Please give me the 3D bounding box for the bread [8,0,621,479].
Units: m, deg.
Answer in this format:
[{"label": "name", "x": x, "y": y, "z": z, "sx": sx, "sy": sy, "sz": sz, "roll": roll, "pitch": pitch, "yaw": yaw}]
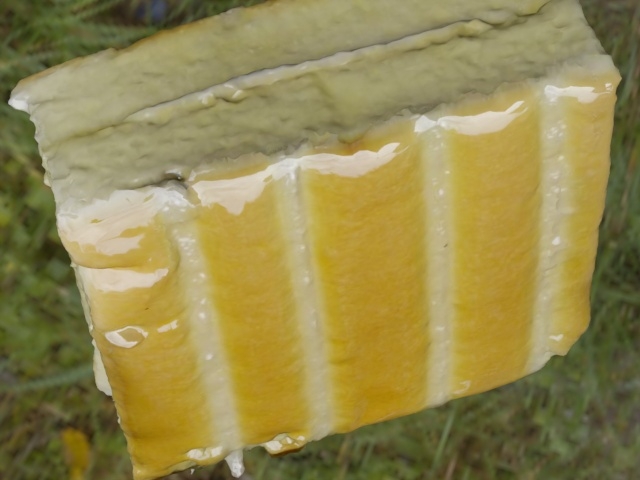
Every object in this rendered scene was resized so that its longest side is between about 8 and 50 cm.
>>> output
[{"label": "bread", "x": 0.000, "y": 0.000, "z": 0.771, "sx": 0.239, "sy": 0.111, "sz": 0.246, "roll": -16, "pitch": 145, "yaw": -6}]
